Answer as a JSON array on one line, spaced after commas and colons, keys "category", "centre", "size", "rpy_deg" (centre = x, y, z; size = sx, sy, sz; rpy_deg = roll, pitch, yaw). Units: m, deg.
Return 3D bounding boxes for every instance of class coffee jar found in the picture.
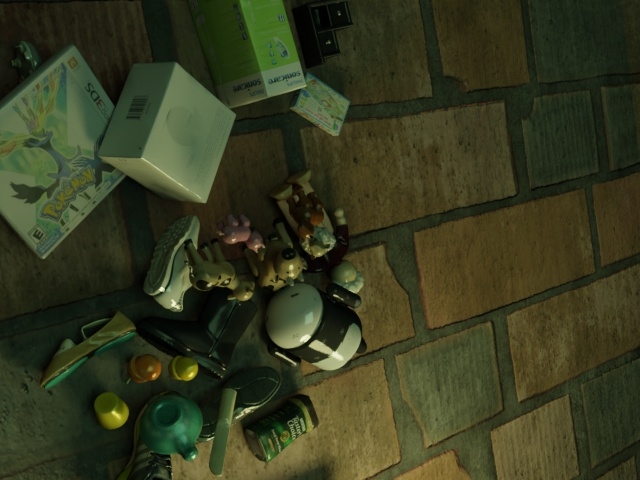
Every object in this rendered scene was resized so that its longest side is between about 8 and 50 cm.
[{"category": "coffee jar", "centre": [-0.090, 0.457, 1.999], "size": [0.184, 0.079, 0.096], "rpy_deg": [-29, 107, -34]}]

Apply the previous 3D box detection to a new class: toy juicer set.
[{"category": "toy juicer set", "centre": [-0.299, 0.357, 1.732], "size": [0.209, 0.329, 0.089], "rpy_deg": [-58, 159, -32]}]

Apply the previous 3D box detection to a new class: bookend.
[{"category": "bookend", "centre": [0.024, -0.540, 2.101], "size": [0.156, 0.072, 0.157], "rpy_deg": [-21, 102, -36]}]

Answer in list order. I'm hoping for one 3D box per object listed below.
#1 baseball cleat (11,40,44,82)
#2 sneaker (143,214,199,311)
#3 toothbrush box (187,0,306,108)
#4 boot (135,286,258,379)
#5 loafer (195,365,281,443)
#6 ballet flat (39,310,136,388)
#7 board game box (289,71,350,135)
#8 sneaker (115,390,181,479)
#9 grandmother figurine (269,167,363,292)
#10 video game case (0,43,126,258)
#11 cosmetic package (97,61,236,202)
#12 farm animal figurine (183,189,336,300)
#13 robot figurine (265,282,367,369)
[{"category": "baseball cleat", "centre": [-0.555, -0.315, 1.674], "size": [0.109, 0.072, 0.205], "rpy_deg": [-29, 116, -41]}, {"category": "sneaker", "centre": [-0.316, 0.047, 1.816], "size": [0.095, 0.090, 0.235], "rpy_deg": [44, 48, -34]}, {"category": "toothbrush box", "centre": [-0.173, -0.462, 1.869], "size": [0.122, 0.206, 0.283], "rpy_deg": [-23, 103, -36]}, {"category": "boot", "centre": [-0.277, 0.175, 1.855], "size": [0.246, 0.094, 0.207], "rpy_deg": [34, 63, -23]}, {"category": "loafer", "centre": [-0.211, 0.389, 1.924], "size": [0.267, 0.084, 0.096], "rpy_deg": [-31, 77, -37]}, {"category": "ballet flat", "centre": [-0.500, 0.225, 1.710], "size": [0.232, 0.080, 0.073], "rpy_deg": [-32, 80, -36]}, {"category": "board game box", "centre": [0.000, -0.353, 2.109], "size": [0.154, 0.026, 0.103], "rpy_deg": [29, 73, -33]}, {"category": "sneaker", "centre": [-0.356, 0.477, 1.771], "size": [0.111, 0.121, 0.299], "rpy_deg": [26, 74, -34]}, {"category": "grandmother figurine", "centre": [0.000, 0.000, 2.062], "size": [0.208, 0.104, 0.342], "rpy_deg": [-38, 110, -16]}, {"category": "video game case", "centre": [-0.536, -0.177, 1.641], "size": [0.329, 0.036, 0.300], "rpy_deg": [-51, 136, -25]}, {"category": "cosmetic package", "centre": [-0.325, -0.229, 1.753], "size": [0.225, 0.138, 0.224], "rpy_deg": [38, 64, -52]}, {"category": "farm animal figurine", "centre": [-0.119, 0.045, 1.831], "size": [0.330, 0.327, 0.172], "rpy_deg": [-25, 75, -1]}, {"category": "robot figurine", "centre": [-0.010, 0.213, 2.001], "size": [0.278, 0.174, 0.209], "rpy_deg": [33, 69, -37]}]
